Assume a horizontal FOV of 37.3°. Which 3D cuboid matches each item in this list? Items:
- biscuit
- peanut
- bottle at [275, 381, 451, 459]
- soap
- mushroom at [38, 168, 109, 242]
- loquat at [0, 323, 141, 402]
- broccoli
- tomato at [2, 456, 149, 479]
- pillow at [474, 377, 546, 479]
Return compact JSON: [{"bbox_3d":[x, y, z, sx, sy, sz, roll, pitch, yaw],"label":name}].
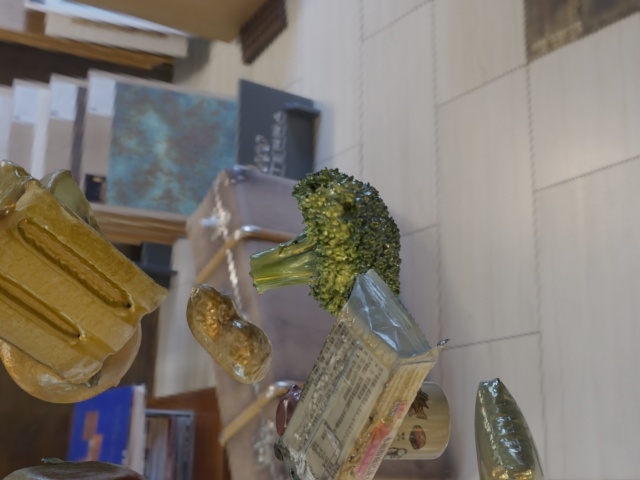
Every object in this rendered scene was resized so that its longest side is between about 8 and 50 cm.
[{"bbox_3d":[0.035,0.206,1.192,0.186,0.079,0.309,45,120,47],"label":"biscuit"},{"bbox_3d":[-0.200,0.202,2.070,0.122,0.253,0.137,-46,6,-39],"label":"peanut"},{"bbox_3d":[0.059,0.267,1.406,0.120,0.253,0.120,-177,90,-70],"label":"bottle"},{"bbox_3d":[-0.376,0.052,1.301,0.199,0.315,0.091,-48,49,-5],"label":"soap"},{"bbox_3d":[-0.544,0.040,1.923,0.217,0.292,0.212,-28,16,20],"label":"mushroom"},{"bbox_3d":[-0.571,0.228,2.188,0.359,0.328,0.328,42,116,50],"label":"loquat"},{"bbox_3d":[0.015,-0.014,1.864,0.249,0.302,0.375,109,155,-43],"label":"broccoli"},{"bbox_3d":[-0.413,0.487,1.561,0.239,0.303,0.303,19,97,38],"label":"tomato"},{"bbox_3d":[0.365,0.452,1.819,0.255,0.120,0.322,-97,-7,-51],"label":"pillow"}]
